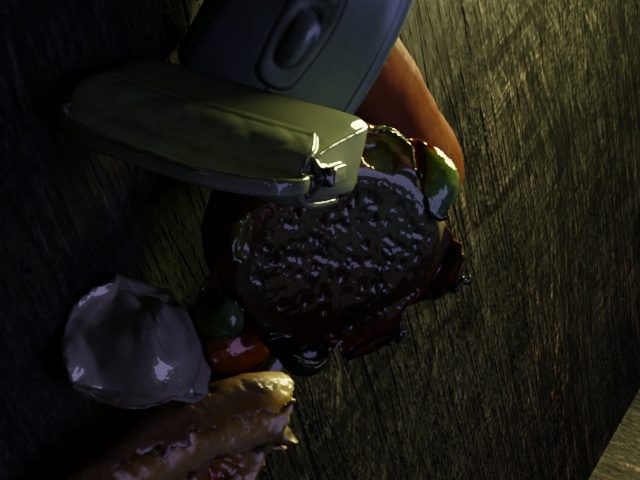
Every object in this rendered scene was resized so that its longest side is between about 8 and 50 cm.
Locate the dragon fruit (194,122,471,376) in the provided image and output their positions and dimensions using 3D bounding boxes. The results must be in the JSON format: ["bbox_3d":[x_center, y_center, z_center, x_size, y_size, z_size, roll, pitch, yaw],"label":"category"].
[{"bbox_3d":[0.000,0.000,1.888,0.295,0.130,0.268,-22,125,-14],"label":"dragon fruit"}]

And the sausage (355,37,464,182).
[{"bbox_3d":[0.071,-0.157,2.098,0.094,0.094,0.419,-59,153,-11],"label":"sausage"}]

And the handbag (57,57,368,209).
[{"bbox_3d":[-0.100,-0.082,1.636,0.219,0.256,0.079,-28,132,-64],"label":"handbag"}]

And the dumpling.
[{"bbox_3d":[-0.169,0.094,1.818,0.188,0.108,0.127,6,79,-45],"label":"dumpling"}]

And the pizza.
[{"bbox_3d":[-0.201,0.332,1.864,0.392,0.080,0.435,6,97,-48],"label":"pizza"}]

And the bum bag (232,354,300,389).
[{"bbox_3d":[-0.079,0.171,2.075,0.326,0.080,0.142,-62,161,-22],"label":"bum bag"}]

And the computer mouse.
[{"bbox_3d":[0.009,-0.260,1.773,0.371,0.188,0.122,-64,-167,3],"label":"computer mouse"}]

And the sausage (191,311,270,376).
[{"bbox_3d":[-0.069,0.068,1.997,0.179,0.089,0.089,-48,148,-28],"label":"sausage"}]
